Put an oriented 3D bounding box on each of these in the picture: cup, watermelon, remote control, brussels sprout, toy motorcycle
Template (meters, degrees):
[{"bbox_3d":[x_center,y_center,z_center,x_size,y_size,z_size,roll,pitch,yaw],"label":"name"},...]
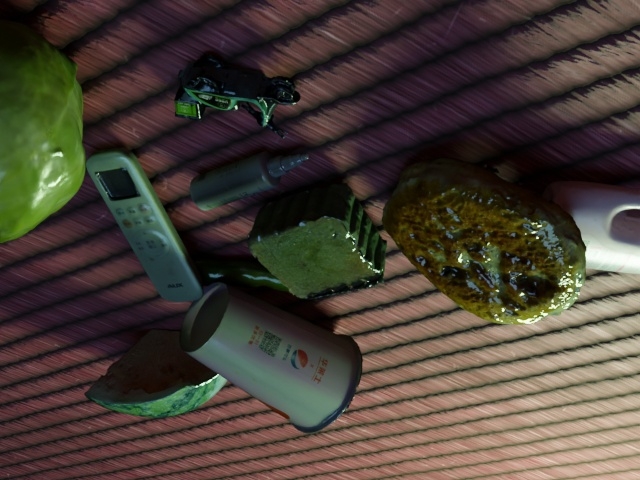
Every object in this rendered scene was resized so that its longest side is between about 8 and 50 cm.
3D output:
[{"bbox_3d":[-0.094,0.195,1.458,0.288,0.203,0.203,34,135,-31],"label":"cup"},{"bbox_3d":[-0.283,0.265,1.632,0.260,0.256,0.176,5,96,18],"label":"watermelon"},{"bbox_3d":[-0.278,-0.020,1.342,0.090,0.038,0.310,-5,128,22],"label":"remote control"},{"bbox_3d":[-0.457,-0.145,1.094,0.328,0.247,0.328,-1,121,-2],"label":"brussels sprout"},{"bbox_3d":[-0.113,-0.196,1.124,0.173,0.058,0.100,10,147,2],"label":"toy motorcycle"}]

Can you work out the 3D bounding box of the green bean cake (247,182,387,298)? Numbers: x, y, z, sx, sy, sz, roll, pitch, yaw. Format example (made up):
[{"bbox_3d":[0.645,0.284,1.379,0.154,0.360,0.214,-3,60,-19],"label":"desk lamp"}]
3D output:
[{"bbox_3d":[0.000,0.000,1.300,0.173,0.094,0.181,-15,135,27],"label":"green bean cake"}]

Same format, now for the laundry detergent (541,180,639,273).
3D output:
[{"bbox_3d":[0.485,-0.009,1.198,0.335,0.088,0.159,7,142,2],"label":"laundry detergent"}]

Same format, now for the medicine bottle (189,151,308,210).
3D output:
[{"bbox_3d":[-0.103,-0.097,1.237,0.199,0.058,0.058,-17,133,27],"label":"medicine bottle"}]

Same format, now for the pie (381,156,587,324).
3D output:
[{"bbox_3d":[0.237,0.010,1.195,0.315,0.092,0.315,26,148,18],"label":"pie"}]

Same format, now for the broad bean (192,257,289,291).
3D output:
[{"bbox_3d":[-0.138,0.060,1.436,0.254,0.046,0.065,5,153,4],"label":"broad bean"}]
